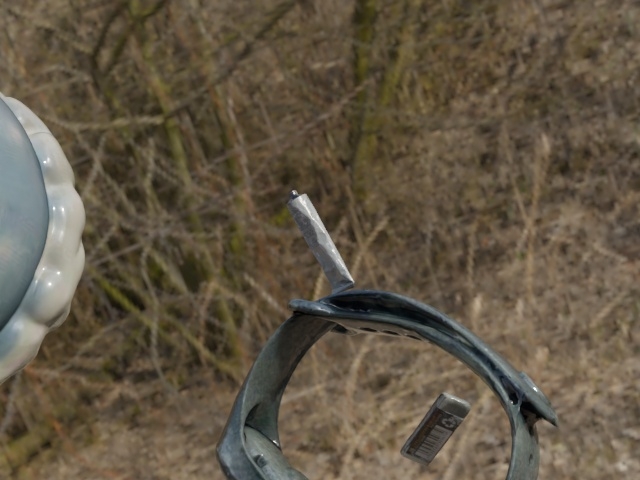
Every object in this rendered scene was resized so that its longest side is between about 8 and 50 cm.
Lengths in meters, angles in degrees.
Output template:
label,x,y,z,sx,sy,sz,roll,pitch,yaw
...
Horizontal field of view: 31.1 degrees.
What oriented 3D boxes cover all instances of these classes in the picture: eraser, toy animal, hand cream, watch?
label,x,y,z,sx,sy,sz,roll,pitch,yaw
eraser,0.093,0.153,0.930,0.019,0.027,0.099,-70,5,-48
toy animal,-0.220,-0.021,0.557,0.156,0.208,0.204,-30,-21,7
hand cream,0.000,0.000,0.942,0.019,0.093,0.030,-28,-2,-40
watch,0.036,0.123,0.740,0.193,0.068,0.206,-45,59,6
